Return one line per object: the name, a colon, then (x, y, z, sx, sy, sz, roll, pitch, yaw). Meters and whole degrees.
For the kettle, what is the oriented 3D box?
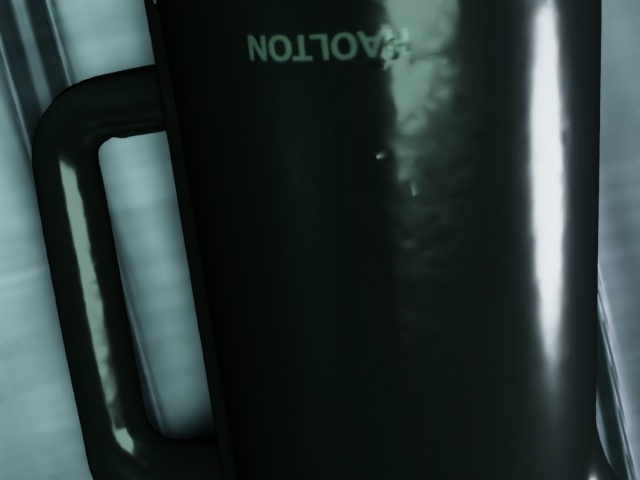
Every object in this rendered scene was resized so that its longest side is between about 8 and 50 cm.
kettle: (0.006, 0.003, 0.559, 0.262, 0.203, 0.308, -8, 104, -14)
